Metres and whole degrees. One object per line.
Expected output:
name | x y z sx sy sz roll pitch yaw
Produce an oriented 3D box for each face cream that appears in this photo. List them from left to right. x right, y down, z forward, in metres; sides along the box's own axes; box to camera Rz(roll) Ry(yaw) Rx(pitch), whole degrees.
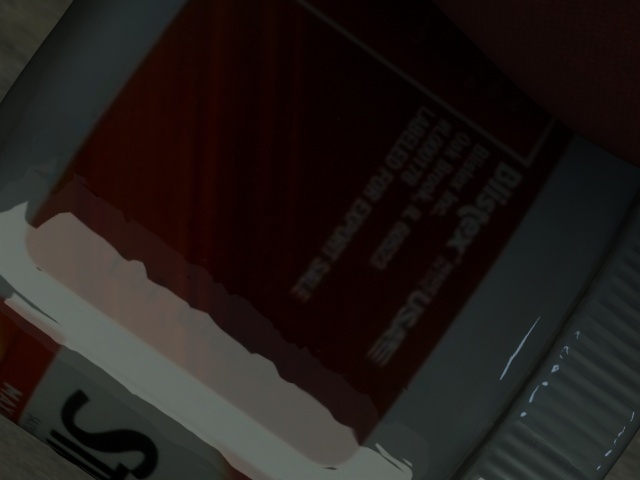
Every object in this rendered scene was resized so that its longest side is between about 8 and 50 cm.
face cream | 0.000 0.000 0.559 0.187 0.201 0.201 35 154 -2

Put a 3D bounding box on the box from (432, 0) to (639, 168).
box | 0.131 -0.128 0.299 0.263 0.108 0.404 43 152 -17
